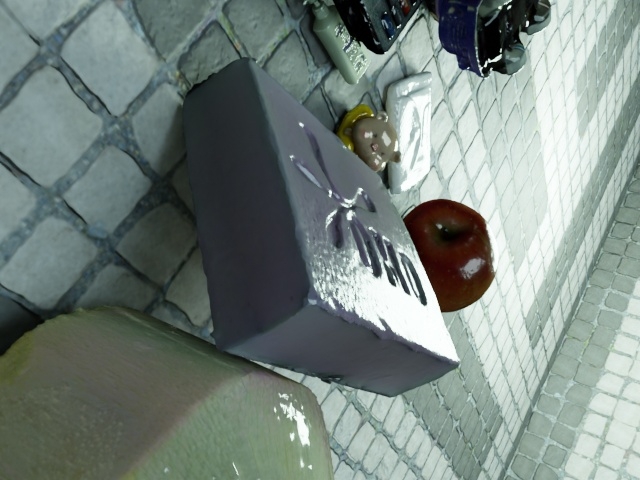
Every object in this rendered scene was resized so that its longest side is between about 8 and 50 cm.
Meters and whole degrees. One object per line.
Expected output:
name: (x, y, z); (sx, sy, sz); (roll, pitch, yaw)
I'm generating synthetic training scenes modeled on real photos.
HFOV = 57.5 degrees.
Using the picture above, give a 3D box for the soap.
soap: (0.000, 0.000, 0.603); (0.107, 0.285, 0.296); (-31, 147, 20)

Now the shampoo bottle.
shampoo bottle: (0.019, -0.255, 0.719); (0.048, 0.034, 0.141); (-57, 142, -9)

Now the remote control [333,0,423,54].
remote control: (0.121, -0.407, 0.747); (0.398, 0.062, 0.144); (-58, 135, -27)

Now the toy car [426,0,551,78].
toy car: (0.243, -0.367, 0.865); (0.235, 0.158, 0.172); (-57, 146, -16)

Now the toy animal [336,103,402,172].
toy animal: (0.068, -0.122, 0.800); (0.091, 0.082, 0.114); (-46, 138, -30)

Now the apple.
apple: (0.206, 0.026, 0.979); (0.181, 0.181, 0.168); (-57, 166, -22)

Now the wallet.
wallet: (0.143, -0.169, 0.927); (0.124, 0.032, 0.182); (-34, 129, -45)

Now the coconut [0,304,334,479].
coconut: (-0.131, 0.220, 0.479); (0.298, 0.310, 0.297); (-26, 125, -45)
